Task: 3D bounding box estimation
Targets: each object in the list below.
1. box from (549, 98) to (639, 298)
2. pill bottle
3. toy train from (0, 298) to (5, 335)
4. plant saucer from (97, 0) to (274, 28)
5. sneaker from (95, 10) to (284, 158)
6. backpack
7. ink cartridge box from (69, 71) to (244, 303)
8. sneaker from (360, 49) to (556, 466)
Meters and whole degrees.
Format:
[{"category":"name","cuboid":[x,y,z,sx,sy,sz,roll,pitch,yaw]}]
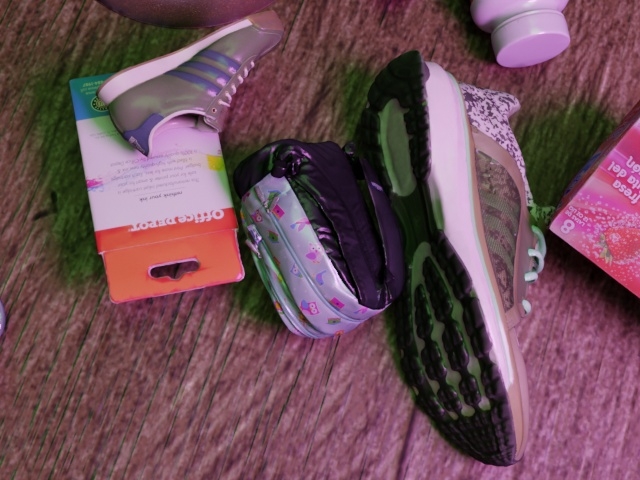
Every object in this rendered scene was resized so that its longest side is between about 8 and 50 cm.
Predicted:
[{"category":"box","cuboid":[0.387,0.008,0.949,0.300,0.154,0.142,38,113,5]},{"category":"pill bottle","cuboid":[0.207,-0.291,1.063,0.108,0.108,0.193,-9,74,-9]},{"category":"toy train","cuboid":[-0.428,0.015,0.896,0.190,0.142,0.333,-27,78,-3]},{"category":"plant saucer","cuboid":[-0.150,-0.384,1.084,0.311,0.050,0.310,2,74,-7]},{"category":"sneaker","cuboid":[-0.108,-0.142,0.933,0.192,0.064,0.086,-27,86,-16]},{"category":"backpack","cuboid":[0.000,0.000,0.941,0.152,0.115,0.182,-11,73,-52]},{"category":"ink cartridge box","cuboid":[-0.159,-0.051,0.968,0.134,0.078,0.231,-10,74,-9]},{"category":"sneaker","cuboid":[0.173,0.010,0.965,0.182,0.158,0.410,-4,78,-25]}]
